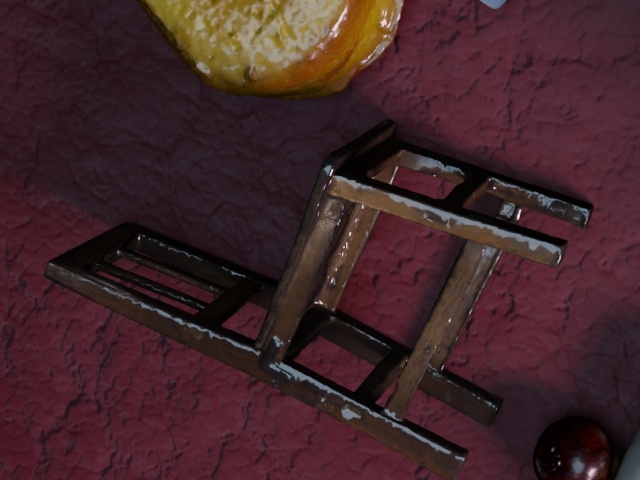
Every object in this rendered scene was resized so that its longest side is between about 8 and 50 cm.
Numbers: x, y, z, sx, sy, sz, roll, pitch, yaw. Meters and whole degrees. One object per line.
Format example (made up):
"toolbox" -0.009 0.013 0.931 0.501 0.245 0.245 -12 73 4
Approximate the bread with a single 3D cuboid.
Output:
"bread" -0.054 -0.251 1.577 0.268 0.145 0.268 2 98 15

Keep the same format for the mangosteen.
"mangosteen" 0.236 0.202 1.602 0.081 0.081 0.081 3 100 17

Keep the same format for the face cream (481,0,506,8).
"face cream" 0.207 -0.310 1.522 0.075 0.075 0.229 45 108 6

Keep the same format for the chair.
"chair" 0.000 0.000 1.578 0.416 0.203 0.241 26 110 10

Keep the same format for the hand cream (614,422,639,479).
"hand cream" 0.310 0.241 1.578 0.124 0.078 0.341 12 105 -22
